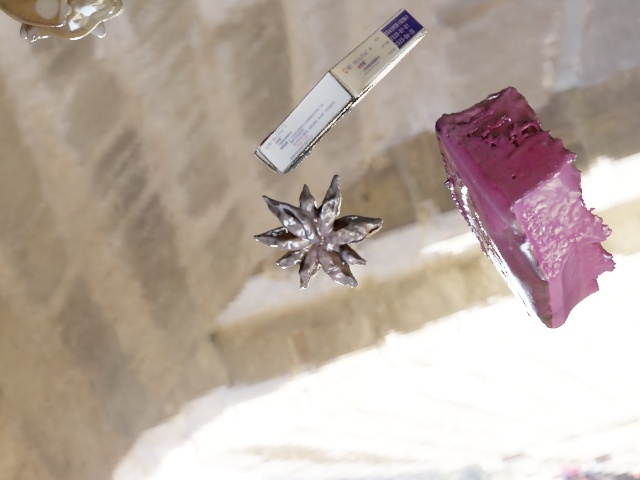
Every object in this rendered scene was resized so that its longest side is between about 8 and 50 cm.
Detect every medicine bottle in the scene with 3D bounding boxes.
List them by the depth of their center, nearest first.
[{"bbox_3d":[0.027,-0.177,1.759,0.052,0.171,0.201,45,-137,-2],"label":"medicine bottle"}]

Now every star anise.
[{"bbox_3d":[0.000,0.000,2.166,0.065,0.195,0.182,-79,-31,-61],"label":"star anise"}]

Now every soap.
[{"bbox_3d":[0.250,-0.033,1.785,0.220,0.127,0.325,58,-179,25],"label":"soap"}]

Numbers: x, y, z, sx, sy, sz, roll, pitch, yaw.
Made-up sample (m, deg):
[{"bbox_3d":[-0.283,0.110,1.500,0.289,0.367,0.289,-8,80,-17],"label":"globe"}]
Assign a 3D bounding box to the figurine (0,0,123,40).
[{"bbox_3d":[-0.379,-0.352,1.941,0.173,0.247,0.177,-48,-39,-83],"label":"figurine"}]
